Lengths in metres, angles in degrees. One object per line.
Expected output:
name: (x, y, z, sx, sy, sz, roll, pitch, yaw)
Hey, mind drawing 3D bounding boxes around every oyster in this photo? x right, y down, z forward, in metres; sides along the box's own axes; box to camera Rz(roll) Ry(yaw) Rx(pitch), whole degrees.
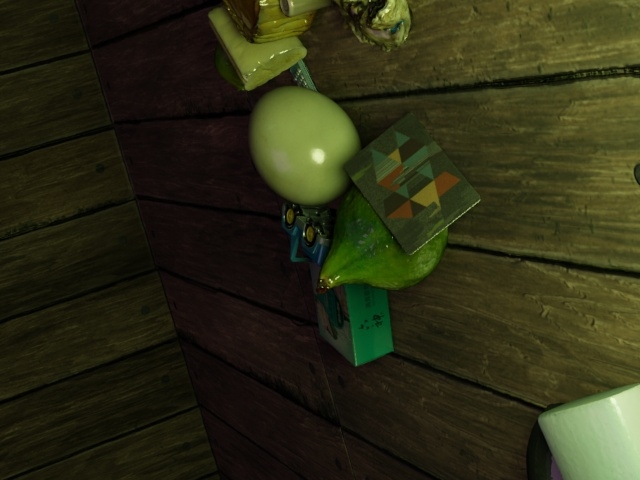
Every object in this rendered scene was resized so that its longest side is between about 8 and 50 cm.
oyster: (0.065, -0.374, 1.710, 0.223, 0.083, 0.214, 97, 150, -61)

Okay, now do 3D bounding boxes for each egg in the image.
egg: (-0.033, -0.173, 1.962, 0.253, 0.189, 0.188, 58, 156, 34)

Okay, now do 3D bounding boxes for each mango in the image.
mango: (-0.149, -0.377, 2.207, 0.119, 0.100, 0.178, 34, 148, -5)

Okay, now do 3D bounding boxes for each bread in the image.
bread: (-0.123, -0.386, 2.081, 0.178, 0.139, 0.060, 59, -177, 26)
bread: (-0.105, -0.477, 1.952, 0.253, 0.142, 0.227, 58, 154, 24)

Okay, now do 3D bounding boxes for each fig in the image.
fig: (0.075, -0.002, 1.787, 0.203, 0.235, 0.203, 53, 157, 34)

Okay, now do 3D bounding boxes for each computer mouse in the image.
computer mouse: (0.362, 0.373, 1.611, 0.137, 0.086, 0.269, 1, 110, 68)

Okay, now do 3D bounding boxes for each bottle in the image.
bottle: (-0.018, -0.405, 1.852, 0.045, 0.096, 0.045, 49, 150, 43)

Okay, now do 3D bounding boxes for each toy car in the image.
toy car: (0.000, 0.000, 1.959, 0.191, 0.097, 0.100, 43, 125, 53)

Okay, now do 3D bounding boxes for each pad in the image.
pad: (0.138, -0.091, 1.710, 0.211, 0.143, 0.003, 55, -173, 34)

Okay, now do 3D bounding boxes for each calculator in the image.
calculator: (-0.014, -0.268, 2.077, 0.172, 0.018, 0.057, 63, 159, 15)

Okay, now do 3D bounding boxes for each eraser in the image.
eraser: (0.406, 0.343, 1.447, 0.290, 0.104, 0.189, 68, 158, 8)

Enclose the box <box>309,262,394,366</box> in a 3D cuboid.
box: (0.055, 0.096, 2.116, 0.153, 0.092, 0.244, 36, 141, 56)
